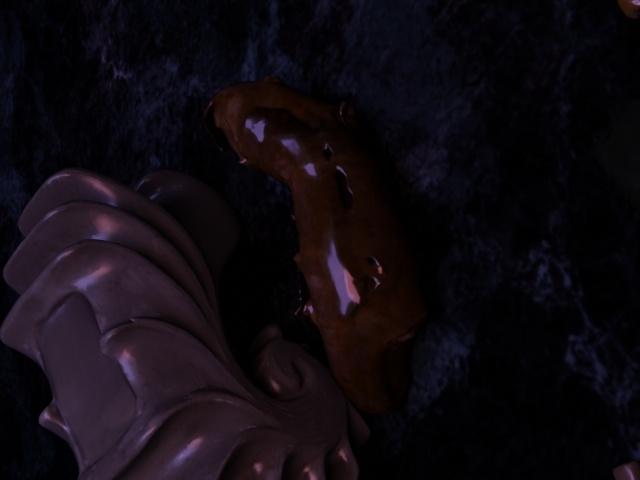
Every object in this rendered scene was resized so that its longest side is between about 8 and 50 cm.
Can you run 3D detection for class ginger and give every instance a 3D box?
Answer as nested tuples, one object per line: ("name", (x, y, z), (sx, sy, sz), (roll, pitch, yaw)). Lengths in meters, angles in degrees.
("ginger", (0.009, -0.010, 0.997), (0.133, 0.107, 0.309), (-35, 72, 27))

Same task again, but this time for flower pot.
("flower pot", (-0.131, 0.094, 1.038), (0.164, 0.254, 0.367), (-47, 61, 30))

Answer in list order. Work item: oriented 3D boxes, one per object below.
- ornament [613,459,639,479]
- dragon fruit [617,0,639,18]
("ornament", (0.255, 0.252, 0.777), (0.230, 0.061, 0.245), (-47, 56, 57))
("dragon fruit", (0.216, -0.241, 0.752), (0.150, 0.133, 0.207), (-114, 23, -55))
